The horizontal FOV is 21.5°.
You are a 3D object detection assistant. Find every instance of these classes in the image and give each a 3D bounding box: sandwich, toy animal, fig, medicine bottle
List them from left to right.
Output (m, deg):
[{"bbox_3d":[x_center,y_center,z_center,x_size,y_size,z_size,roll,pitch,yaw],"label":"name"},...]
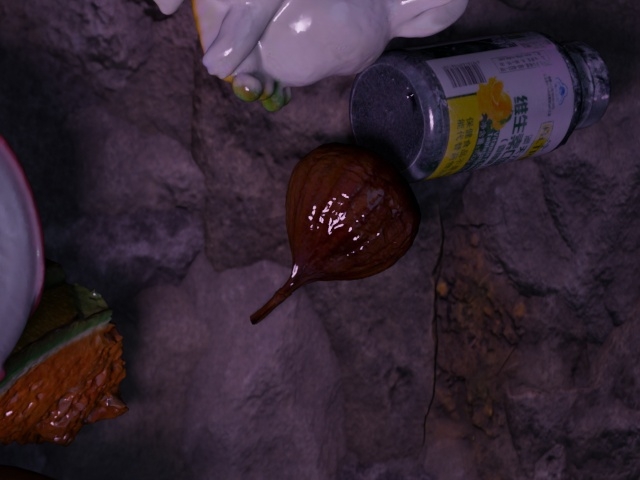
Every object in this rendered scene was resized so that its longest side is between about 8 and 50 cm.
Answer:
[{"bbox_3d":[-0.270,0.118,1.509,0.185,0.109,0.160,-37,136,-33],"label":"sandwich"},{"bbox_3d":[-0.021,-0.262,1.601,0.310,0.183,0.247,33,107,-34],"label":"toy animal"},{"bbox_3d":[0.000,0.000,1.699,0.201,0.134,0.146,-43,110,-18],"label":"fig"},{"bbox_3d":[0.180,-0.151,1.813,0.293,0.141,0.141,-14,103,-38],"label":"medicine bottle"}]

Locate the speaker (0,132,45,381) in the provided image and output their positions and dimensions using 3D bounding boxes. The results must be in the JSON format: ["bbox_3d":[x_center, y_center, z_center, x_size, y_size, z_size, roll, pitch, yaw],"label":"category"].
[{"bbox_3d":[-0.356,0.009,1.315,0.294,0.294,0.294,-5,98,-39],"label":"speaker"}]

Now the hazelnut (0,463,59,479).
[{"bbox_3d":[-0.319,0.323,1.341,0.372,0.372,0.315,-26,79,-35],"label":"hazelnut"}]
